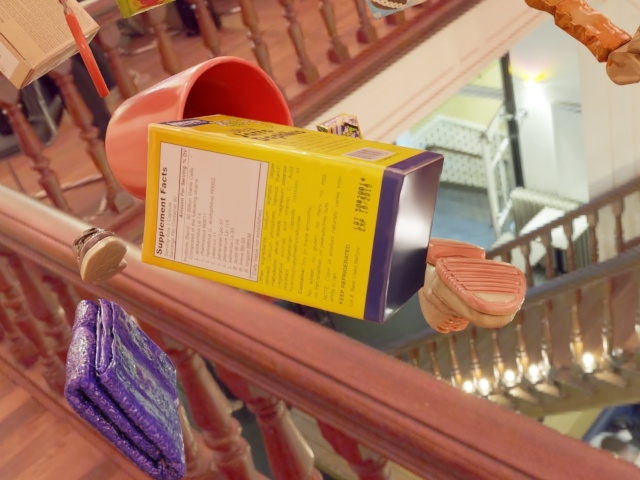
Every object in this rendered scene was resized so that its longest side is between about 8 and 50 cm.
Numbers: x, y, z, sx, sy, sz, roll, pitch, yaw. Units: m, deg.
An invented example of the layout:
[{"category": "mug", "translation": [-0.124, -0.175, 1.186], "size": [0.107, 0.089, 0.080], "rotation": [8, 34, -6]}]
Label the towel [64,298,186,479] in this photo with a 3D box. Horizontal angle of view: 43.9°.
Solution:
[{"category": "towel", "translation": [-0.289, 0.215, 1.222], "size": [0.076, 0.228, 0.308], "rotation": [-41, 22, 2]}]

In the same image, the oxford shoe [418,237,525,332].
[{"category": "oxford shoe", "translation": [0.247, 0.097, 1.343], "size": [0.140, 0.147, 0.397], "rotation": [7, 10, -2]}]

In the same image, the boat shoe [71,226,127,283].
[{"category": "boat shoe", "translation": [-0.436, 0.021, 1.539], "size": [0.103, 0.092, 0.285], "rotation": [-38, -2, -13]}]

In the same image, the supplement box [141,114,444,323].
[{"category": "supplement box", "translation": [-0.039, -0.044, 1.075], "size": [0.356, 0.194, 0.195], "rotation": [13, 17, 20]}]

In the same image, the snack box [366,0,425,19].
[{"category": "snack box", "translation": [0.195, -0.577, 1.587], "size": [0.322, 0.187, 0.060], "rotation": [-6, 31, 49]}]

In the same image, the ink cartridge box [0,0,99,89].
[{"category": "ink cartridge box", "translation": [-0.569, -0.430, 1.486], "size": [0.088, 0.235, 0.193], "rotation": [-30, 15, 47]}]

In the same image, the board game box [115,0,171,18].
[{"category": "board game box", "translation": [-0.166, -0.332, 0.963], "size": [0.181, 0.043, 0.092], "rotation": [-23, 4, -8]}]

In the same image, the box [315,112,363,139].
[{"category": "box", "translation": [0.050, -0.131, 1.373], "size": [0.059, 0.169, 0.054], "rotation": [-26, 24, -15]}]

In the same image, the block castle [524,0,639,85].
[{"category": "block castle", "translation": [0.427, -0.442, 0.960], "size": [0.213, 0.453, 0.303], "rotation": [-31, 64, -23]}]

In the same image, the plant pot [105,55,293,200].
[{"category": "plant pot", "translation": [-0.220, -0.168, 1.371], "size": [0.243, 0.275, 0.275], "rotation": [1, 36, 39]}]

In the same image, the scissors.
[{"category": "scissors", "translation": [-0.391, -0.357, 1.233], "size": [0.021, 0.297, 0.109], "rotation": [-21, 49, -9]}]
